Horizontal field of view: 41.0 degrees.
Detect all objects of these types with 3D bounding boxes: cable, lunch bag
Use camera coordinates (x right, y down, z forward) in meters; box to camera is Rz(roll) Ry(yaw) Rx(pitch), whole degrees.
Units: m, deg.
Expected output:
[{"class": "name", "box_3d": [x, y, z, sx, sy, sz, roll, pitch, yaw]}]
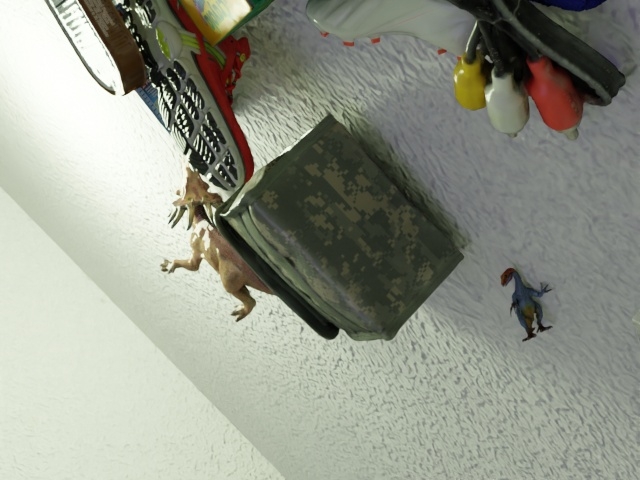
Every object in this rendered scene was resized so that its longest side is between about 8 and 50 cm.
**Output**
[{"class": "cable", "box_3d": [0.131, -0.142, 0.614, 0.139, 0.072, 0.287, 20, 177, 31]}, {"class": "lunch bag", "box_3d": [0.000, 0.000, 1.069, 0.235, 0.169, 0.287, 46, 164, -7]}]

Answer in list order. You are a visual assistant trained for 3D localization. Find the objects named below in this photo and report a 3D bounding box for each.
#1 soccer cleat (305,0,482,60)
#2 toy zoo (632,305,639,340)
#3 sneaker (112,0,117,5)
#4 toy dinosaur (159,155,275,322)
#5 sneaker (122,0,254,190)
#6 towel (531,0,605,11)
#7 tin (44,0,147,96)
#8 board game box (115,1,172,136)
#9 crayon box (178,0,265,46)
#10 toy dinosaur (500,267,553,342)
[{"class": "soccer cleat", "box_3d": [0.066, -0.211, 0.751, 0.196, 0.068, 0.076, 19, 140, 35]}, {"class": "toy zoo", "box_3d": [0.358, 0.128, 0.698, 0.192, 0.030, 0.293, 30, 173, 33]}, {"class": "sneaker", "box_3d": [-0.338, -0.348, 1.232, 0.134, 0.051, 0.070, 47, 158, 9]}, {"class": "toy dinosaur", "box_3d": [-0.153, 0.011, 1.405, 0.295, 0.127, 0.200, 37, 148, 10]}, {"class": "sneaker", "box_3d": [-0.126, -0.194, 0.984, 0.107, 0.118, 0.279, -37, 74, 57]}, {"class": "towel", "box_3d": [0.071, -0.296, 0.604, 0.308, 0.076, 0.228, 30, 158, 33]}, {"class": "tin", "box_3d": [-0.264, -0.251, 0.970, 0.106, 0.040, 0.190, -2, 122, 54]}, {"class": "board game box", "box_3d": [-0.197, -0.216, 1.101, 0.194, 0.060, 0.194, 49, -166, -12]}, {"class": "crayon box", "box_3d": [-0.104, -0.286, 0.805, 0.165, 0.081, 0.278, 53, 172, -13]}, {"class": "toy dinosaur", "box_3d": [0.222, 0.070, 0.957, 0.082, 0.047, 0.090, 65, 168, 5]}]
